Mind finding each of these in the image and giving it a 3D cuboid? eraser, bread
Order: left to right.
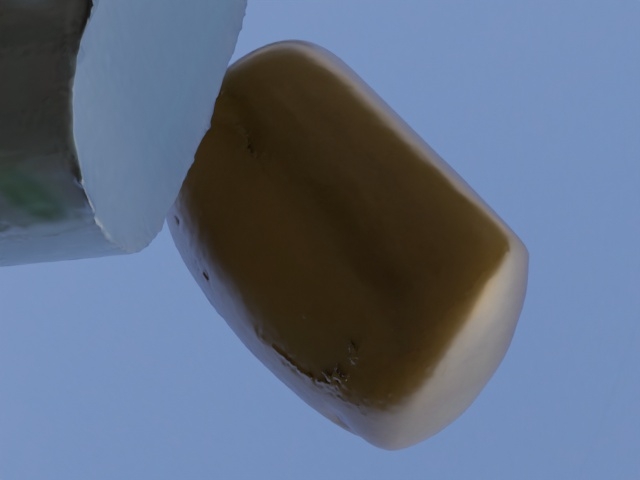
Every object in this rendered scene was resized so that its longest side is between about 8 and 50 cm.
[{"bbox_3d":[-0.146,-0.056,0.562,0.227,0.081,0.174,-6,-143,17],"label":"eraser"},{"bbox_3d":[0.000,0.000,0.945,0.217,0.098,0.147,42,-64,32],"label":"bread"}]
